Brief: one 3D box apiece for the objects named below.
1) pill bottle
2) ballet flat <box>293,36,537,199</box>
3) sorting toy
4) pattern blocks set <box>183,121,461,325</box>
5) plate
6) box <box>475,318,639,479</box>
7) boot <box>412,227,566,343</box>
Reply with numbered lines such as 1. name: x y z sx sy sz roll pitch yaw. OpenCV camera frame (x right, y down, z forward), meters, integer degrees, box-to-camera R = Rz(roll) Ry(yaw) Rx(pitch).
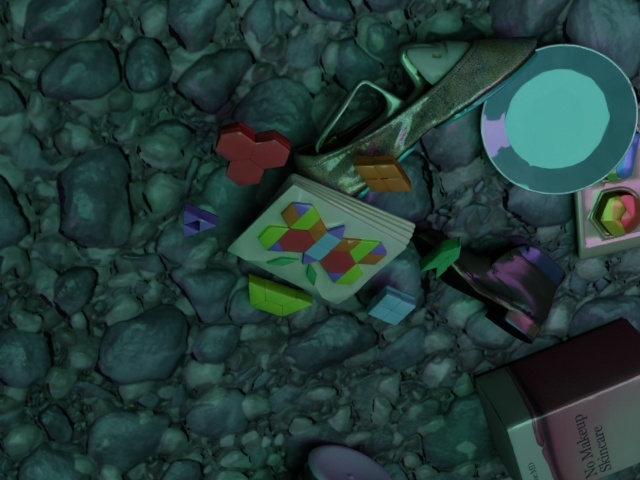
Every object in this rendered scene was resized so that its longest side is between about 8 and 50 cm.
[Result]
1. pill bottle: -0.003 0.411 1.395 0.130 0.130 0.246 17 110 -19
2. ballet flat: 0.099 -0.158 1.174 0.316 0.107 0.106 -38 103 6
3. sorting toy: 0.417 -0.080 1.313 0.193 0.038 0.208 -13 117 -7
4. pattern blocks set: 0.000 0.000 1.199 0.324 0.026 0.285 15 135 -16
5. plate: 0.287 -0.146 1.244 0.188 0.024 0.188 1 112 2
6. box: 0.349 0.231 1.392 0.232 0.127 0.149 -22 118 -2
7. boot: 0.218 0.028 1.313 0.219 0.082 0.106 40 79 -21
